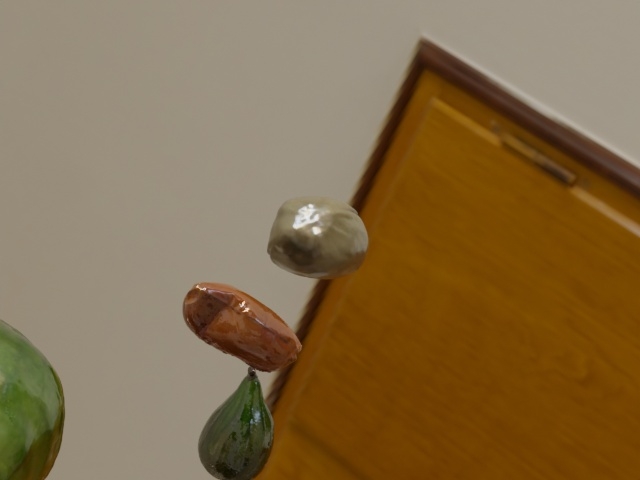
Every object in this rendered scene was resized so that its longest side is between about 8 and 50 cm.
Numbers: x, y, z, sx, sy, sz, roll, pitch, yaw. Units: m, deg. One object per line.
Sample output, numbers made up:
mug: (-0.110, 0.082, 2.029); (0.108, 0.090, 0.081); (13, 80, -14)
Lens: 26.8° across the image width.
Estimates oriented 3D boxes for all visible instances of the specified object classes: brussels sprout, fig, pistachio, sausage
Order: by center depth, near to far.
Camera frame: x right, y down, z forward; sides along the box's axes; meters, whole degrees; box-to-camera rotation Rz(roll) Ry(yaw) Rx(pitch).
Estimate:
brussels sprout: (-0.364, 0.186, 1.319); (0.210, 0.219, 0.271); (-55, -12, -44)
sausage: (-0.108, 0.114, 1.783); (0.089, 0.179, 0.089); (-48, 19, 22)
pistachio: (0.000, 0.000, 1.974); (0.136, 0.136, 0.226); (-57, -22, 6)
fig: (-0.113, 0.273, 2.002); (0.117, 0.117, 0.177); (5, -69, -63)
